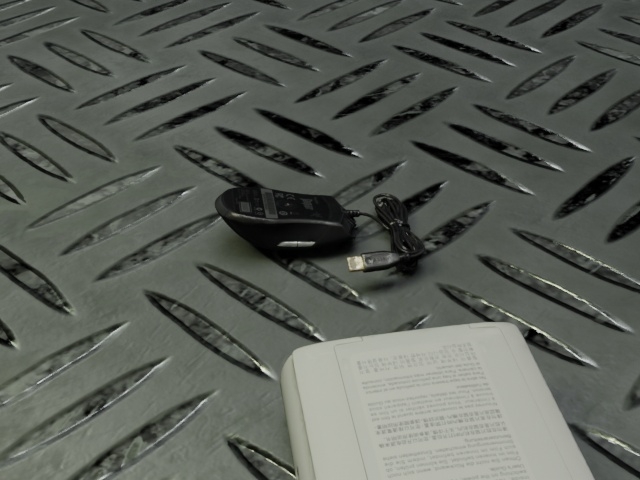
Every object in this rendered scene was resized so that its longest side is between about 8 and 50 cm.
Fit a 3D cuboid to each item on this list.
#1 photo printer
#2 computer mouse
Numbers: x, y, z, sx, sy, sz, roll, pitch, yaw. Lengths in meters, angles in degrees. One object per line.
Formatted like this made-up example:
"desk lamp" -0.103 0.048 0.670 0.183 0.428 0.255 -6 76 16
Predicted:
"photo printer" 0.108 0.213 0.816 0.256 0.107 0.307 -7 37 -7
"computer mouse" 0.000 0.000 1.163 0.262 0.060 0.184 1 30 -16
